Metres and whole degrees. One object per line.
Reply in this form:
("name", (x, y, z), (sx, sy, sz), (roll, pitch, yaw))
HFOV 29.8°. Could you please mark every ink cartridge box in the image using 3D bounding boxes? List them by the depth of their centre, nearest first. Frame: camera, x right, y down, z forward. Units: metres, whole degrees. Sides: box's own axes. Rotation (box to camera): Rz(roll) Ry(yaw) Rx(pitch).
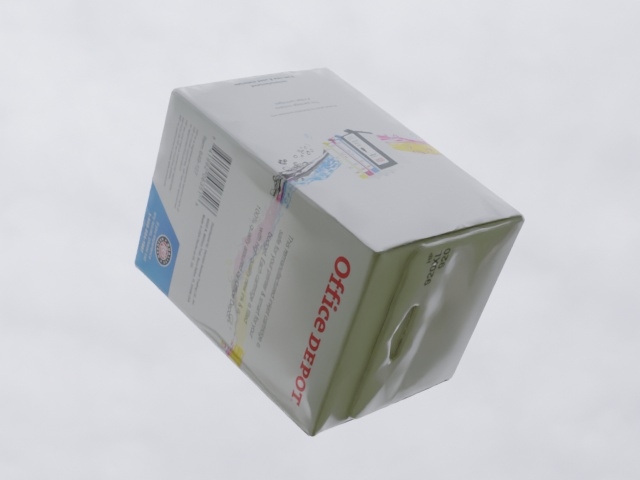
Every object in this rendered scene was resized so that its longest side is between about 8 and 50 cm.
("ink cartridge box", (0.000, 0.000, 0.931), (0.168, 0.233, 0.171), (-15, -45, -42))
